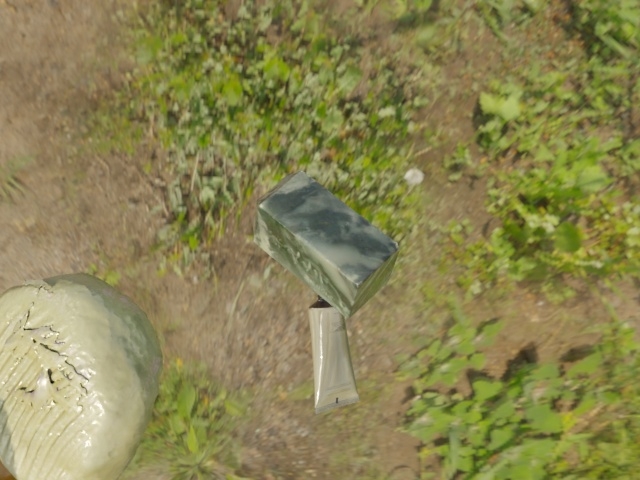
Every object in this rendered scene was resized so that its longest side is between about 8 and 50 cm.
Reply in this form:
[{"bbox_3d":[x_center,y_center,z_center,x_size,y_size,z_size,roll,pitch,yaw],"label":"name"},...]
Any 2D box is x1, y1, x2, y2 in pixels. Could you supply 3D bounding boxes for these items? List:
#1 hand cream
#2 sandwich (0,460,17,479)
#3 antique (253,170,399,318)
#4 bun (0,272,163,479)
[{"bbox_3d":[0.016,0.175,1.710,0.087,0.054,0.186,-11,97,-32],"label":"hand cream"},{"bbox_3d":[-0.566,0.289,1.759,0.186,0.108,0.220,-9,99,-42],"label":"sandwich"},{"bbox_3d":[0.000,0.000,1.377,0.183,0.088,0.086,38,59,17],"label":"antique"},{"bbox_3d":[-0.292,0.167,1.284,0.273,0.168,0.272,2,93,35],"label":"bun"}]
